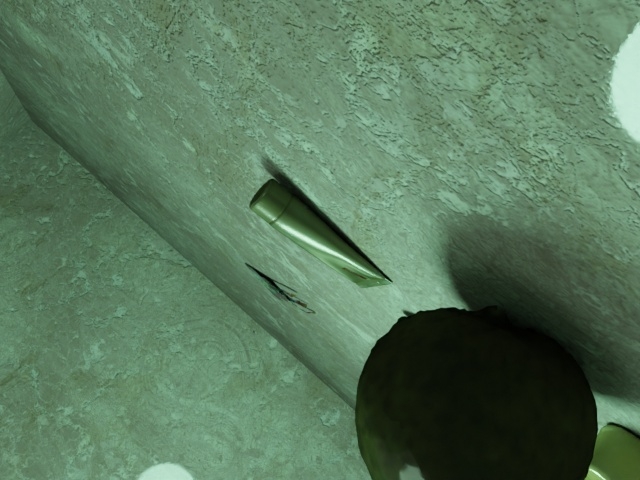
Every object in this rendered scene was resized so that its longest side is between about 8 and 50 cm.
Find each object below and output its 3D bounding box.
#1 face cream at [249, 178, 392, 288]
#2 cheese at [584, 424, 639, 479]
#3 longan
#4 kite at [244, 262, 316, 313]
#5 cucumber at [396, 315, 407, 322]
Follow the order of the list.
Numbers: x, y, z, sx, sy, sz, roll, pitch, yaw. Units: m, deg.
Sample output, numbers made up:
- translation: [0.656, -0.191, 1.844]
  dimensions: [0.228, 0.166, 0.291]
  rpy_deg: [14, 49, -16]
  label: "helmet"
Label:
- translation: [0.000, 0.000, 1.479]
  dimensions: [0.341, 0.084, 0.137]
  rpy_deg: [39, 157, -16]
  label: "face cream"
- translation: [0.666, 0.510, 1.176]
  dimensions: [0.384, 0.104, 0.384]
  rpy_deg: [38, 164, 13]
  label: "cheese"
- translation: [0.248, 0.287, 1.113]
  dimensions: [0.391, 0.391, 0.391]
  rpy_deg: [38, 164, 13]
  label: "longan"
- translation: [-0.152, 0.182, 2.444]
  dimensions: [0.204, 0.022, 0.360]
  rpy_deg: [50, 164, -29]
  label: "kite"
- translation: [0.241, 0.213, 1.508]
  dimensions: [0.058, 0.052, 0.214]
  rpy_deg: [17, -175, -39]
  label: "cucumber"
